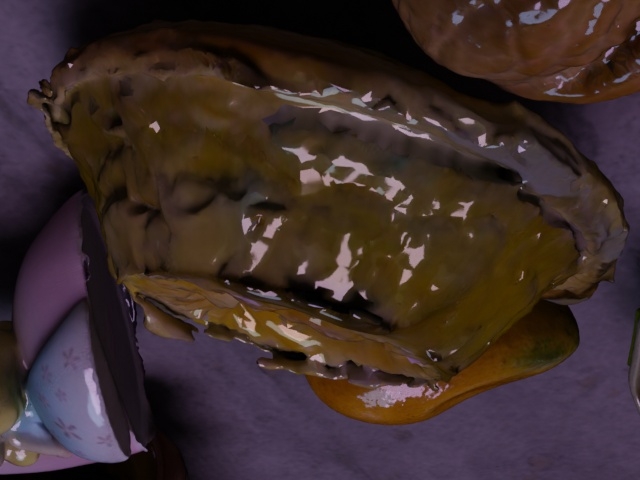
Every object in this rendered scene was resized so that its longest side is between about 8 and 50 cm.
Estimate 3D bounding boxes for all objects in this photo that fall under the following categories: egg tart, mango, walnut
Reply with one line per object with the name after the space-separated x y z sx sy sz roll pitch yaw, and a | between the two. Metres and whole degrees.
0.000 0.000 0.721 0.315 0.120 0.315 14 166 4 | egg tart
0.068 0.056 0.883 0.165 0.115 0.089 -20 121 -5 | mango
0.104 -0.133 0.581 0.155 0.155 0.184 18 143 -22 | walnut

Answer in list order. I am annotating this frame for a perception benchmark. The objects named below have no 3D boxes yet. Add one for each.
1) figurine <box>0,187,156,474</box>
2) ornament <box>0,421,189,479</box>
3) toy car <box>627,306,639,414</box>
-0.275 0.055 0.818 0.316 0.206 0.284 -11 163 0 | figurine
-0.191 0.232 1.060 0.235 0.221 0.217 23 144 16 | ornament
0.328 0.094 0.850 0.198 0.248 0.204 -33 146 -18 | toy car
